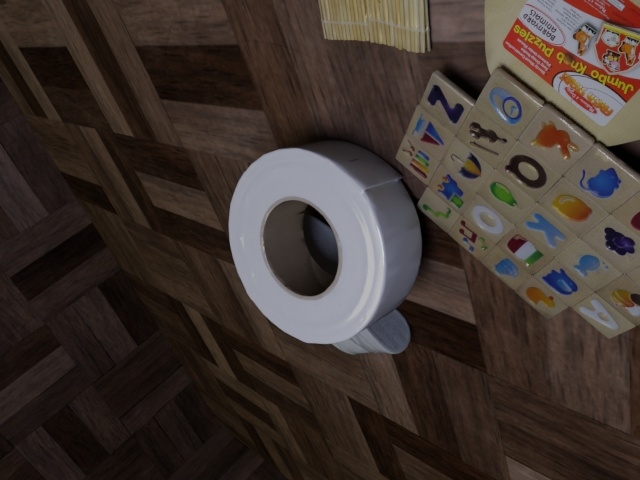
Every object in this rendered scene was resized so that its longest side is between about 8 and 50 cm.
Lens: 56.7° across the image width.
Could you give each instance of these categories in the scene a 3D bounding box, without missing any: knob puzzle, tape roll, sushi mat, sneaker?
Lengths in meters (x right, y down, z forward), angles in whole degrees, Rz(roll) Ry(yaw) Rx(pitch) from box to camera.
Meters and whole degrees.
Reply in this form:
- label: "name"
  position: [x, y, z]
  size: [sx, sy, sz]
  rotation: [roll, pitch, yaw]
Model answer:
- label: "knob puzzle"
  position: [0.226, -0.163, 0.523]
  size: [0.213, 0.030, 0.213]
  rotation: [38, 152, 25]
- label: "tape roll"
  position: [0.000, 0.000, 0.856]
  size: [0.286, 0.100, 0.286]
  rotation: [13, 111, 37]
- label: "sushi mat"
  position: [0.036, -0.341, 0.585]
  size: [0.151, 0.019, 0.316]
  rotation: [25, 144, 36]
- label: "sneaker"
  position: [0.013, 0.096, 1.063]
  size: [0.292, 0.108, 0.169]
  rotation: [51, 149, -7]

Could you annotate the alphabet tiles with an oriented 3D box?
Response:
- label: "alphabet tiles"
  position: [0.232, -0.032, 0.664]
  size: [0.342, 0.011, 0.285]
  rotation: [43, 158, 12]
